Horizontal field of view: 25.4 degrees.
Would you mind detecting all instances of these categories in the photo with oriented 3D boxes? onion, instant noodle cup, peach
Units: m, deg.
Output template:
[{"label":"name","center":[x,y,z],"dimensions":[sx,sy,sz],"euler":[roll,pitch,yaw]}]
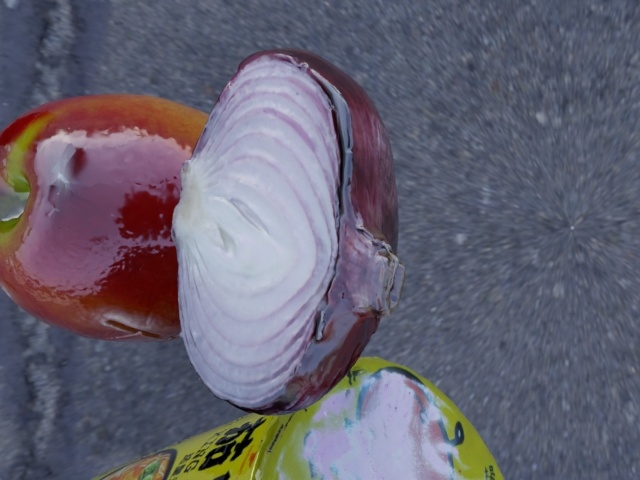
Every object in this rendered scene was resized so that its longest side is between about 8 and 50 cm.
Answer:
[{"label":"onion","center":[0.000,0.000,0.813],"dimensions":[0.151,0.098,0.206],"euler":[18,97,32]},{"label":"instant noodle cup","center":[-0.036,0.263,0.984],"dimensions":[0.254,0.325,0.326],"euler":[-19,87,36]},{"label":"peach","center":[-0.137,-0.014,1.054],"dimensions":[0.190,0.226,0.196],"euler":[46,117,44]}]
